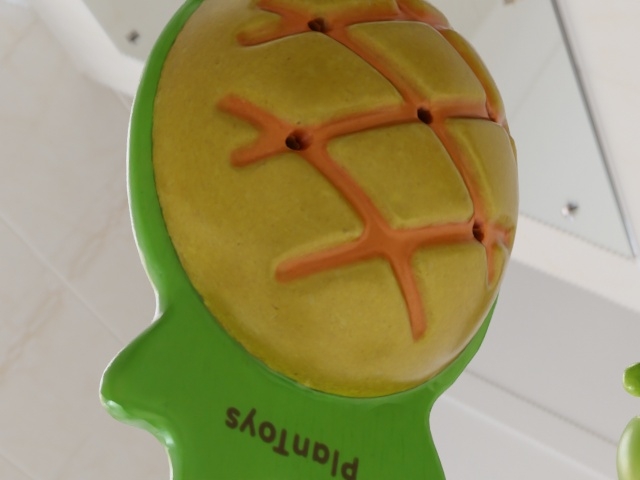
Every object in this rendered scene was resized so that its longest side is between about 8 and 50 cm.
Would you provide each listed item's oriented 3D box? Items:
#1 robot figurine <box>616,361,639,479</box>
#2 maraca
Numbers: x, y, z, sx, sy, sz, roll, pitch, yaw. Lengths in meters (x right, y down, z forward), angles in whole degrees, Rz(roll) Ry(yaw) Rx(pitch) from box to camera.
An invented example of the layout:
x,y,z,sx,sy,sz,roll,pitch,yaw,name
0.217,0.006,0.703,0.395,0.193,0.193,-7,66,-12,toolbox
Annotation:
x,y,z,sx,sy,sz,roll,pitch,yaw,name
0.165,0.076,0.574,0.115,0.067,0.101,-39,-126,-11,robot figurine
0.000,0.000,0.416,0.099,0.127,0.186,-37,-143,52,maraca
